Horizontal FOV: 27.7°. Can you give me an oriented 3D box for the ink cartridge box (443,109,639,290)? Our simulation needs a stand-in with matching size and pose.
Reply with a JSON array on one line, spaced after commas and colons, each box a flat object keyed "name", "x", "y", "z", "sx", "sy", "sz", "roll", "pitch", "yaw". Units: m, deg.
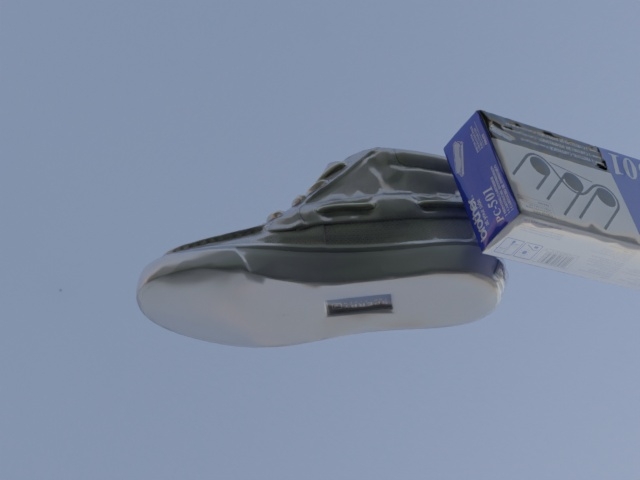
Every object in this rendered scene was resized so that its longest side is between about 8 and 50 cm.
[{"name": "ink cartridge box", "x": 0.190, "y": -0.022, "z": 0.917, "sx": 0.207, "sy": 0.046, "sz": 0.097, "roll": 13, "pitch": -136, "yaw": -32}]

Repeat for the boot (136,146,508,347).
[{"name": "boot", "x": 0.000, "y": 0.000, "z": 0.933, "sx": 0.258, "sy": 0.095, "sz": 0.123, "roll": -1, "pitch": -130, "yaw": -1}]
